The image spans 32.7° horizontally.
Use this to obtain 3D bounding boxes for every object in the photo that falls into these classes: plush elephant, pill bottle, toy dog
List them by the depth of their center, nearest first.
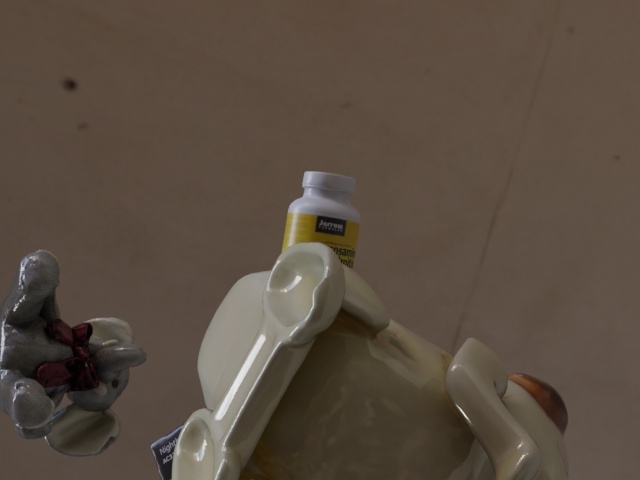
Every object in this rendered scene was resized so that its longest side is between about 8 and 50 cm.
[{"bbox_3d":[0.073,0.209,1.122,0.285,0.407,0.395,-64,17,-4],"label":"toy dog"},{"bbox_3d":[0.000,0.000,1.525,0.103,0.103,0.184,31,-113,-85],"label":"pill bottle"},{"bbox_3d":[-0.409,0.205,1.789,0.330,0.255,0.272,-35,53,52],"label":"plush elephant"}]

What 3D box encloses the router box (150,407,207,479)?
[{"bbox_3d":[-0.058,0.308,1.463,0.081,0.308,0.243,36,-157,-54],"label":"router box"}]
